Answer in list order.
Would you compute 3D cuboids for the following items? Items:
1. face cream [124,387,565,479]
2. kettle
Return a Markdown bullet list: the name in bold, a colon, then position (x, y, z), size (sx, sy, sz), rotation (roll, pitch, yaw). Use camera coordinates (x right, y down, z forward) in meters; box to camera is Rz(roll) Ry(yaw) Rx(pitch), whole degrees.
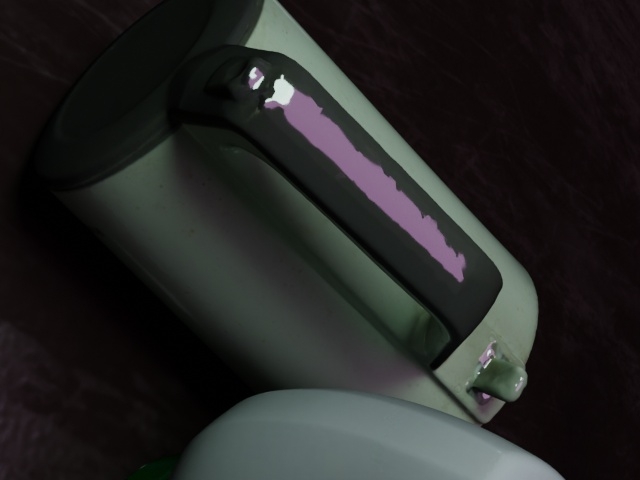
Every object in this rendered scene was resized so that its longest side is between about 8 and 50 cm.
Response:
- **face cream**: position (0.012, 0.255, 0.768), size (0.219, 0.357, 0.312), rotation (-36, 108, -46)
- **kettle**: position (0.000, 0.000, 0.828), size (0.250, 0.361, 0.376), rotation (-49, 119, -9)
